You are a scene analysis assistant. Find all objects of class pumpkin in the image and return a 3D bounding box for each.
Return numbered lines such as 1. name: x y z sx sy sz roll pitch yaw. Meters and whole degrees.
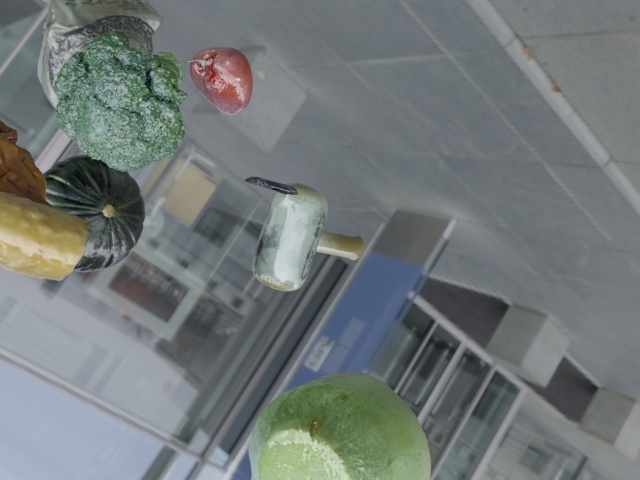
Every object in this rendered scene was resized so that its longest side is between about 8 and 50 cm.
1. pumpkin: -0.492 -0.056 1.529 0.216 0.250 0.250 5 158 27

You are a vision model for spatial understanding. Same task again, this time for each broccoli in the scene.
1. broccoli: -0.351 -0.263 1.345 0.269 0.270 0.270 14 131 16

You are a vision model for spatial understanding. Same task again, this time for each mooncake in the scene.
1. mooncake: -0.468 -0.391 1.569 0.136 0.254 0.250 54 136 23

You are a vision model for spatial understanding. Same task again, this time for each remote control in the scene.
1. remote control: -0.077 -0.089 1.188 0.039 0.014 0.096 10 178 42

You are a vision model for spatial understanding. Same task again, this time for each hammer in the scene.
1. hammer: 0.000 0.000 1.453 0.113 0.202 0.305 27 -168 34

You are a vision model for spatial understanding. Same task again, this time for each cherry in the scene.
1. cherry: -0.163 -0.272 1.226 0.106 0.087 0.126 27 165 17

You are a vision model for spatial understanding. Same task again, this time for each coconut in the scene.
1. coconut: 0.039 0.380 1.308 0.328 0.282 0.328 2 177 0

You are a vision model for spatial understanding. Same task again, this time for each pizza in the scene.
1. pizza: -0.325 -0.090 0.564 0.365 0.074 0.182 37 -157 6
